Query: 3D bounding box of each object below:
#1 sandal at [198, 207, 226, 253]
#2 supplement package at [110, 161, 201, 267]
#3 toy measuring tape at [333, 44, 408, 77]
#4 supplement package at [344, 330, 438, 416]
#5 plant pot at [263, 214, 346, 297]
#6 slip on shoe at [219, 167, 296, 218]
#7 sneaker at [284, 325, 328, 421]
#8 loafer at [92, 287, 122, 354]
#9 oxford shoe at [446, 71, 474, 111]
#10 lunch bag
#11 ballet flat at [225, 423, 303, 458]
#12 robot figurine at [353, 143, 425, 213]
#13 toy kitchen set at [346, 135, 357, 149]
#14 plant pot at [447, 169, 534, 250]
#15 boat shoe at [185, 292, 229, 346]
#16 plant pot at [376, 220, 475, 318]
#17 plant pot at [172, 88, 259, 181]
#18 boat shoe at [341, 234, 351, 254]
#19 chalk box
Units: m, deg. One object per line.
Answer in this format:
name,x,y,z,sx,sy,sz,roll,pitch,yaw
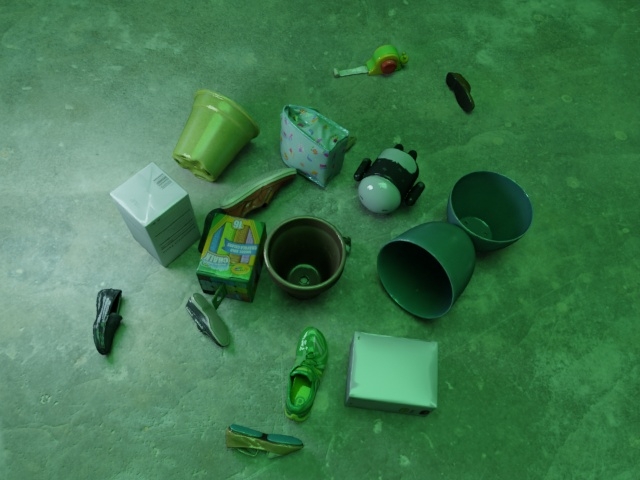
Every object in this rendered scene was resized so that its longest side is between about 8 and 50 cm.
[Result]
sandal,-0.385,-0.034,1.964,0.067,0.040,0.179,16,76,11
supplement package,-0.534,-0.079,1.828,0.177,0.293,0.175,40,67,16
toy measuring tape,0.220,-0.764,2.348,0.330,0.121,0.121,-9,63,-9
supplement package,0.217,0.412,1.699,0.261,0.145,0.204,7,61,1
plant pot,-0.053,0.084,1.809,0.262,0.229,0.263,2,62,-3
slip on shoe,-0.216,-0.175,2.018,0.331,0.123,0.101,-37,114,-30
sneaker,-0.038,0.402,1.699,0.109,0.123,0.296,10,61,2
loafer,-0.674,0.253,1.764,0.078,0.076,0.223,-8,59,1
oxford shoe,0.608,-0.631,2.328,0.076,0.076,0.212,-8,63,-20
lunch bag,-0.041,-0.362,2.053,0.262,0.223,0.160,35,59,16
ballet flat,-0.167,0.600,1.626,0.232,0.080,0.073,12,90,5
robot figurine,0.254,-0.223,2.031,0.209,0.174,0.278,2,49,48
toy kitchen set,0.082,-0.409,2.178,0.075,0.083,0.068,-45,32,-23
plant pot,0.571,-0.073,1.949,0.290,0.195,0.290,3,60,-5
boat shoe,-0.369,0.268,1.799,0.065,0.075,0.206,-44,73,23
plant pot,0.371,0.072,1.825,0.293,0.293,0.235,42,52,17
plant pot,-0.404,-0.366,2.033,0.276,0.276,0.254,25,75,10
boat shoe,0.000,0.000,1.949,0.219,0.078,0.070,12,62,-7
chalk box,-0.293,0.086,1.823,0.179,0.180,0.289,10,63,2
